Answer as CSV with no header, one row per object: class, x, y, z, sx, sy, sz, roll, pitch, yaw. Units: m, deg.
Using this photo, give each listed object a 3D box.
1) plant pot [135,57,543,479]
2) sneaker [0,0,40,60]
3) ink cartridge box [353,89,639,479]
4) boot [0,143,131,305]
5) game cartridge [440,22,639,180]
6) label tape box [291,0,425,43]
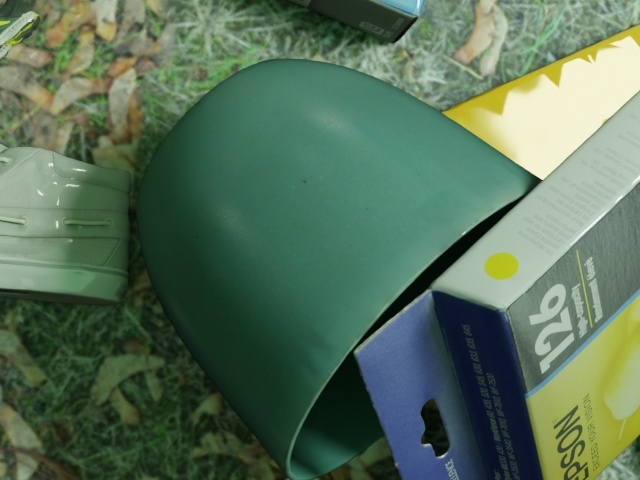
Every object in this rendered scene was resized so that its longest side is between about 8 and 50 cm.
plant pot,0.000,0.000,1.018,0.293,0.293,0.235,-44,70,-9
sneaker,-0.278,-0.173,1.112,0.083,0.031,0.035,-38,79,-13
ink cartridge box,0.184,0.080,0.983,0.307,0.303,0.072,-43,53,-17
boot,-0.283,-0.020,1.075,0.258,0.095,0.123,7,79,-16
game cartridge,0.287,-0.020,1.176,0.285,0.053,0.323,-24,92,-9
label tape box,-0.037,-0.349,1.118,0.334,0.106,0.240,22,83,-6
